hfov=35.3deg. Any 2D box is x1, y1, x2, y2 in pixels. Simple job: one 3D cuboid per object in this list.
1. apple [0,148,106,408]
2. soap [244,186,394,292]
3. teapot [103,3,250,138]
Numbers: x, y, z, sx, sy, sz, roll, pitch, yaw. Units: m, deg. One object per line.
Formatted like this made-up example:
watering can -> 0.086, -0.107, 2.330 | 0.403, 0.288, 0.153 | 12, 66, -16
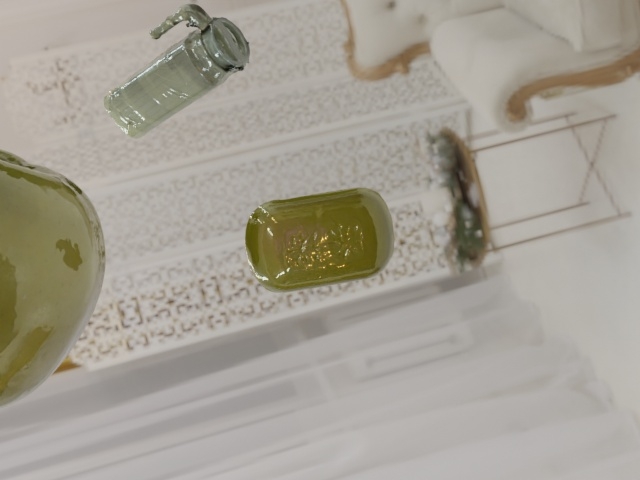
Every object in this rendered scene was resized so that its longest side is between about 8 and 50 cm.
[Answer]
apple -> -0.324, 0.027, 0.920 | 0.262, 0.262, 0.262 | 165, 90, -80
soap -> 0.000, 0.000, 0.932 | 0.045, 0.140, 0.089 | -143, 44, -80
teapot -> -0.189, -0.220, 1.277 | 0.107, 0.200, 0.077 | 54, -146, -15
